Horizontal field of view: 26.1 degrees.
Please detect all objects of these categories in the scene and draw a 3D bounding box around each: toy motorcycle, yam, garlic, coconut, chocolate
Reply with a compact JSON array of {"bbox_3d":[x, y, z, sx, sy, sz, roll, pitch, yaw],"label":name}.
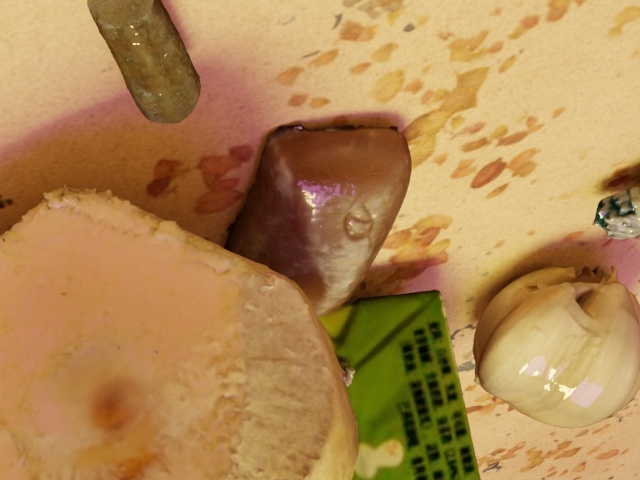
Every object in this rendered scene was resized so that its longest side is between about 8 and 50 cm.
[{"bbox_3d":[0.390,-0.050,1.472,0.204,0.108,0.239,-18,149,-11],"label":"toy motorcycle"},{"bbox_3d":[-0.128,-0.141,1.018,0.054,0.054,0.132,-24,150,-1],"label":"yam"},{"bbox_3d":[0.302,0.124,1.614,0.281,0.185,0.203,17,111,-47],"label":"garlic"},{"bbox_3d":[-0.155,0.179,1.171,0.404,0.404,0.404,-18,149,-11],"label":"coconut"},{"bbox_3d":[0.001,0.000,1.300,0.161,0.083,0.261,-8,147,-23],"label":"chocolate"},{"bbox_3d":[0.007,0.221,1.442,0.288,0.301,0.137,-8,174,-28],"label":"chocolate"}]
